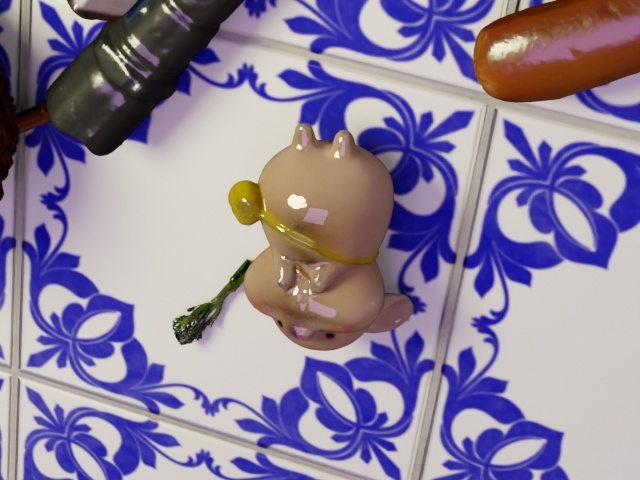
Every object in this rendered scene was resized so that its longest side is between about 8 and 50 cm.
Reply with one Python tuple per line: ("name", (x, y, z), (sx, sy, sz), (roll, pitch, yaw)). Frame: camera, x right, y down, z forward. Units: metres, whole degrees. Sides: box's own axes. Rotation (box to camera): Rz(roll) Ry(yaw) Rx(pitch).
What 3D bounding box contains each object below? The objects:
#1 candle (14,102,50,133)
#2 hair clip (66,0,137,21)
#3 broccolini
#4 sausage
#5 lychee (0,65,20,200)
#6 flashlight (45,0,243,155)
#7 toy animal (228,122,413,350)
("candle", (-0.347, -0.120, 1.664), (0.167, 0.021, 0.026), (-17, 130, 27))
("hair clip", (-0.130, -0.336, 1.378), (0.331, 0.085, 0.101), (-39, 66, 30))
("broccolini", (-0.117, 0.064, 1.680), (0.140, 0.030, 0.035), (-48, 58, 29))
("sausage", (0.274, -0.191, 1.356), (0.300, 0.083, 0.089), (-17, 98, 26))
("lychee", (-0.459, -0.125, 1.541), (0.330, 0.306, 0.306), (-22, 108, 36))
("flashlight", (-0.116, -0.240, 1.473), (0.103, 0.103, 0.424), (45, 121, -7))
("toy animal", (-0.002, -0.001, 1.530), (0.165, 0.149, 0.248), (21, 131, 24))
